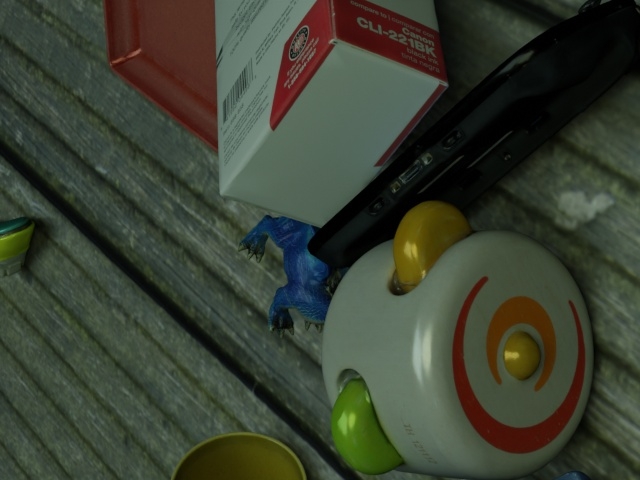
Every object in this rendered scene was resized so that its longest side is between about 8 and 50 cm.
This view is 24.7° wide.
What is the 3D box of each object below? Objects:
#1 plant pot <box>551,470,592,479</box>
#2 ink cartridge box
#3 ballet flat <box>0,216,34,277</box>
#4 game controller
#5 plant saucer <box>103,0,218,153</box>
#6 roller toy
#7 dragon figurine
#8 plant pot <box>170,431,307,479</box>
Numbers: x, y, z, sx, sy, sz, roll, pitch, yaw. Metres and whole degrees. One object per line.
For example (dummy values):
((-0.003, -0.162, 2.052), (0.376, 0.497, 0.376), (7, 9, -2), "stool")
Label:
((0.126, 0.313, 1.098), (0.236, 0.212, 0.236), (-41, 63, 44), "plant pot")
((-0.001, -0.180, 1.265), (0.197, 0.114, 0.273), (-51, 33, 40), "ink cartridge box")
((-0.428, 0.009, 1.927), (0.231, 0.077, 0.077), (2, 114, 54), "ballet flat")
((0.116, -0.080, 1.147), (0.319, 0.166, 0.067), (-43, 71, 43), "game controller")
((-0.153, -0.256, 1.532), (0.258, 0.047, 0.259), (38, 137, 45), "plant saucer")
((0.112, 0.086, 1.133), (0.146, 0.191, 0.209), (-5, 74, 51), "roller toy")
((0.000, 0.000, 1.359), (0.144, 0.085, 0.289), (-34, 65, 47), "dragon figurine")
((-0.078, 0.271, 1.449), (0.134, 0.134, 0.095), (51, 155, 38), "plant pot")
